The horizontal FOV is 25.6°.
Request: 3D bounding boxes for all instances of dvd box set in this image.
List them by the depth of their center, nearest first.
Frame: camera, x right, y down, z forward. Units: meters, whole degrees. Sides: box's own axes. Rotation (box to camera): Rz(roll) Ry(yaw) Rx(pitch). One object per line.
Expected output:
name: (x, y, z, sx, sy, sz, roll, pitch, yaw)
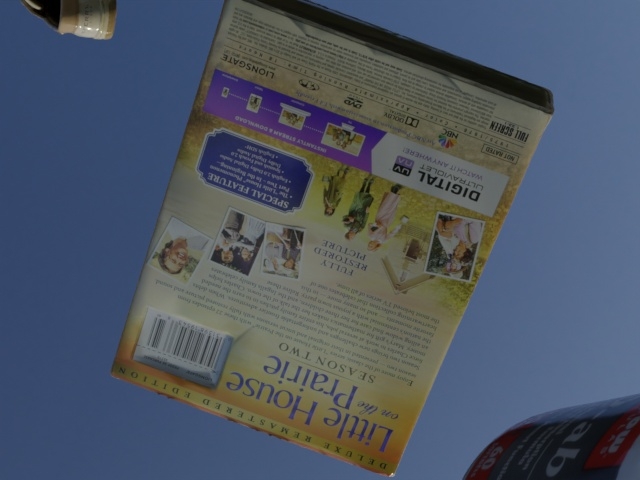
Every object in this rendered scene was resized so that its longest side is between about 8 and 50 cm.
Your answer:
dvd box set: (0.000, 0.000, 1.330, 0.307, 0.420, 0.062, 20, -154, 0)

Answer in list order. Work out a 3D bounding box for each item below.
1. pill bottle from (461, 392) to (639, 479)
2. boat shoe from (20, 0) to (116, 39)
pill bottle: (0.233, 0.191, 0.853, 0.210, 0.363, 0.210, 4, -103, -17)
boat shoe: (-0.239, -0.226, 1.258, 0.059, 0.170, 0.063, -4, -64, -32)
